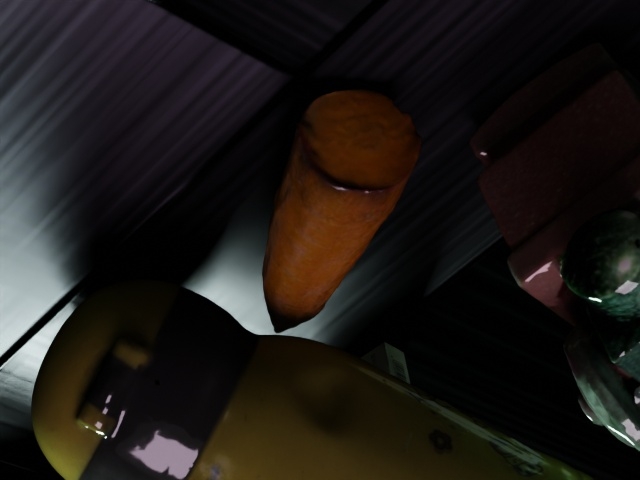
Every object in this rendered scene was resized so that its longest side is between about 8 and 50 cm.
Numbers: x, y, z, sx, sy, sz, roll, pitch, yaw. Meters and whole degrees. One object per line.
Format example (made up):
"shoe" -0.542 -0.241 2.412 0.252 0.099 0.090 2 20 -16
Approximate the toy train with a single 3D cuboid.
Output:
"toy train" 0.224 0.037 0.936 0.150 0.221 0.304 -39 132 18

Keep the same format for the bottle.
"bottle" -0.010 0.145 1.008 0.351 0.171 0.171 29 130 -5

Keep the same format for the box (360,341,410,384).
"box" 0.025 0.114 1.112 0.083 0.054 0.024 -36 135 27

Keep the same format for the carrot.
"carrot" 0.000 0.000 0.971 0.072 0.072 0.205 3 143 -14
